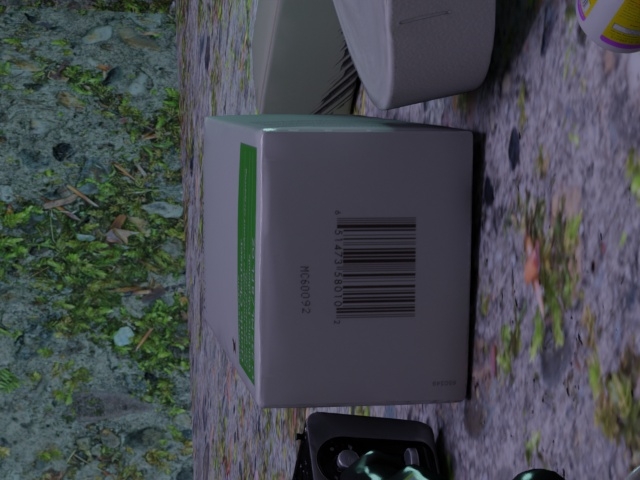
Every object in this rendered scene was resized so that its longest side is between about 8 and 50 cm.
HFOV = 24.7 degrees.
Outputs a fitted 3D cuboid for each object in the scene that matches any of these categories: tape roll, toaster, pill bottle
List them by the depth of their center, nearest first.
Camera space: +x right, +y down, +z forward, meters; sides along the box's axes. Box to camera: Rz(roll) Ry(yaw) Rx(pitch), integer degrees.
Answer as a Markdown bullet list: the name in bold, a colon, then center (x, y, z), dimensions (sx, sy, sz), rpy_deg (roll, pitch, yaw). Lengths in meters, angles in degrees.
- **pill bottle**: center (0.148, -0.122, 0.659), dimensions (0.083, 0.043, 0.043), rpy_deg (115, 155, -64)
- **tape roll**: center (0.030, -0.280, 0.970), dimensions (0.392, 0.072, 0.391), rpy_deg (166, 90, -86)
- **toaster**: center (0.031, 0.241, 1.052), dimensions (0.168, 0.110, 0.185), rpy_deg (-98, 14, -45)

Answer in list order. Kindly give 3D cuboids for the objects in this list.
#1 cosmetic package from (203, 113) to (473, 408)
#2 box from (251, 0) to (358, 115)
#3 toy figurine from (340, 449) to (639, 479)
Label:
- **cosmetic package**: center (0.000, 0.000, 1.146), dimensions (0.365, 0.155, 0.196), rpy_deg (-156, 66, -78)
- **box**: center (0.000, -0.244, 1.350), dimensions (0.275, 0.094, 0.113), rpy_deg (103, 165, -49)
- **toy figurine**: center (0.092, 0.177, 0.471), dimensions (0.148, 0.210, 0.213), rpy_deg (-154, 71, -63)
